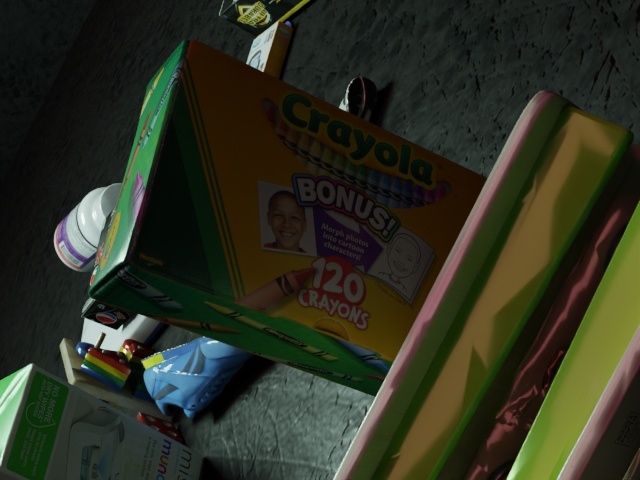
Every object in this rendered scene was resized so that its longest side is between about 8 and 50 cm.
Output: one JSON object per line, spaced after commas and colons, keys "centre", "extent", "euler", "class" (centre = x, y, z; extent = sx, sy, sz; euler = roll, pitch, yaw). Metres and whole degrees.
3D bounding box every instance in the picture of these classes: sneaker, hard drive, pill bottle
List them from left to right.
{"centre": [-0.356, -0.024, 1.678], "extent": [0.193, 0.108, 0.108], "euler": [-30, 43, 53], "class": "pill bottle"}
{"centre": [-0.264, 0.078, 1.481], "extent": [0.319, 0.040, 0.210], "euler": [-48, 30, 36], "class": "hard drive"}
{"centre": [-0.117, 0.142, 1.111], "extent": [0.209, 0.069, 0.082], "euler": [-25, 79, 45], "class": "sneaker"}
{"centre": [0.031, -0.111, 1.046], "extent": [0.044, 0.040, 0.109], "euler": [132, 158, -70], "class": "sneaker"}

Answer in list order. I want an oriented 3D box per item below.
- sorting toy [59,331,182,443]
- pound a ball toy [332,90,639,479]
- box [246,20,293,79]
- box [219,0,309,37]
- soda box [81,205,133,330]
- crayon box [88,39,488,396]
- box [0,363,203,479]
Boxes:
{"centre": [-0.240, 0.158, 1.247], "extent": [0.046, 0.132, 0.274], "euler": [-62, 24, 7], "class": "sorting toy"}
{"centre": [0.147, 0.113, 0.529], "extent": [0.208, 0.136, 0.319], "euler": [31, 98, 40], "class": "pound a ball toy"}
{"centre": [-0.077, -0.234, 1.382], "extent": [0.081, 0.028, 0.136], "euler": [-19, 54, 60], "class": "box"}
{"centre": [-0.013, -0.463, 1.387], "extent": [0.257, 0.079, 0.322], "euler": [-19, 51, 57], "class": "box"}
{"centre": [-0.282, 0.036, 1.428], "extent": [0.053, 0.060, 0.169], "euler": [-40, 35, 43], "class": "soda box"}
{"centre": [0.000, 0.000, 0.707], "extent": [0.081, 0.278, 0.165], "euler": [-32, 42, 54], "class": "crayon box"}
{"centre": [-0.299, 0.266, 1.086], "extent": [0.262, 0.231, 0.127], "euler": [-27, 40, 34], "class": "box"}
